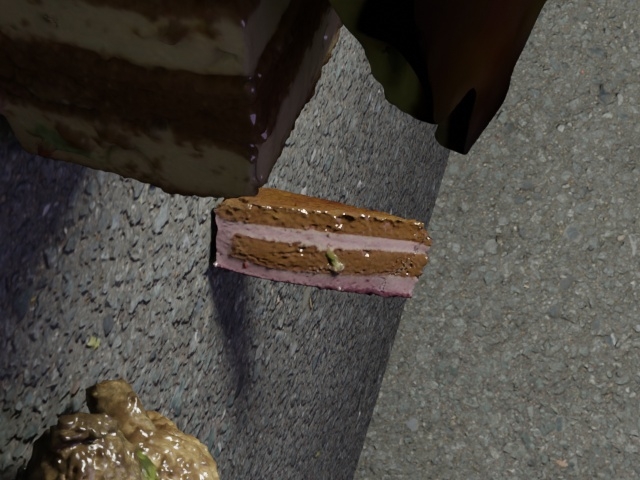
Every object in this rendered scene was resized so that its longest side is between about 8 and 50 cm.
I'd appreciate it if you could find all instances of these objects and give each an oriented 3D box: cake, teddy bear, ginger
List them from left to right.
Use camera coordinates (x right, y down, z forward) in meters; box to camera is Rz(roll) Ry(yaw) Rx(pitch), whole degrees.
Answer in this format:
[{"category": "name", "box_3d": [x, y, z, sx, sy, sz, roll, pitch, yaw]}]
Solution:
[{"category": "teddy bear", "box_3d": [-0.235, 0.269, 1.237, 0.296, 0.222, 0.246, -6, -109, 60]}, {"category": "cake", "box_3d": [-0.128, -0.223, 0.964, 0.290, 0.256, 0.282, 90, 19, -52]}, {"category": "cake", "box_3d": [0.000, 0.000, 1.577, 0.113, 0.295, 0.116, -89, -169, -71]}, {"category": "ginger", "box_3d": [0.080, -0.272, 0.905, 0.413, 0.211, 0.358, -1, 116, -66]}]
